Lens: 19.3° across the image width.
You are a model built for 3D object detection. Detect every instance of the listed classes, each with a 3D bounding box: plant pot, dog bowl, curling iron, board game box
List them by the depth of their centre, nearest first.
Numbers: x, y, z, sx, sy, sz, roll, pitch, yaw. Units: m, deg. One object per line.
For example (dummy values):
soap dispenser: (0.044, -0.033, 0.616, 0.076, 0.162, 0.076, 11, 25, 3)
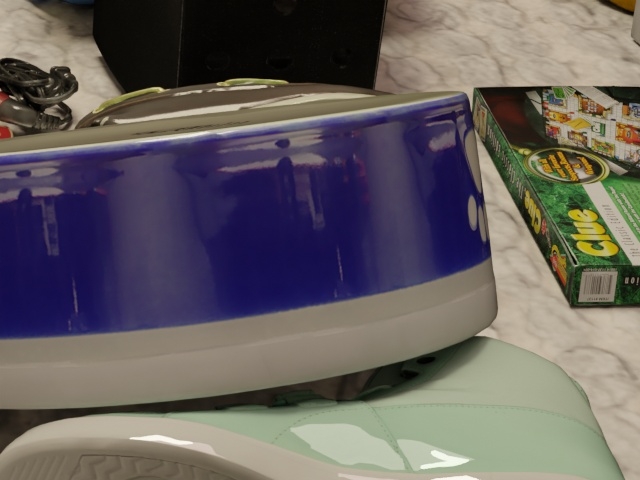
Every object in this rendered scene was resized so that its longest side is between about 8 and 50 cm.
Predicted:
dog bowl: (-0.056, -0.002, 0.849, 0.265, 0.104, 0.265, -6, 5, 1)
board game box: (0.183, -0.034, 1.135, 0.136, 0.030, 0.260, 2, 26, -9)
plant pot: (-0.042, -0.160, 1.207, 0.187, 0.188, 0.167, -2, 40, -13)
curling iron: (-0.268, -0.118, 1.235, 0.274, 0.035, 0.068, 18, 18, 28)

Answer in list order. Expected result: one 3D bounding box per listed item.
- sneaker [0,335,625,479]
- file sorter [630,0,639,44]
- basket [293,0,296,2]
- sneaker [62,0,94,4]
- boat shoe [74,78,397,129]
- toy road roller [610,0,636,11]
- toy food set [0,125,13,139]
sneaker: (-0.002, 0.095, 0.784, 0.256, 0.094, 0.151, 5, 23, 0)
file sorter: (0.394, -0.205, 1.328, 0.277, 0.193, 0.173, -4, 30, -16)
basket: (-0.078, -0.265, 1.423, 0.223, 0.213, 0.299, -37, 24, 3)
sneaker: (-0.202, -0.226, 1.436, 0.082, 0.069, 0.209, 4, 21, -38)
boat shoe: (-0.031, -0.059, 1.094, 0.227, 0.081, 0.069, -4, 31, -10)
toy road roller: (0.245, -0.308, 1.513, 0.329, 0.202, 0.240, 18, 41, 23)
toy food set: (-0.241, -0.066, 1.147, 0.122, 0.019, 0.078, 5, 26, 2)
